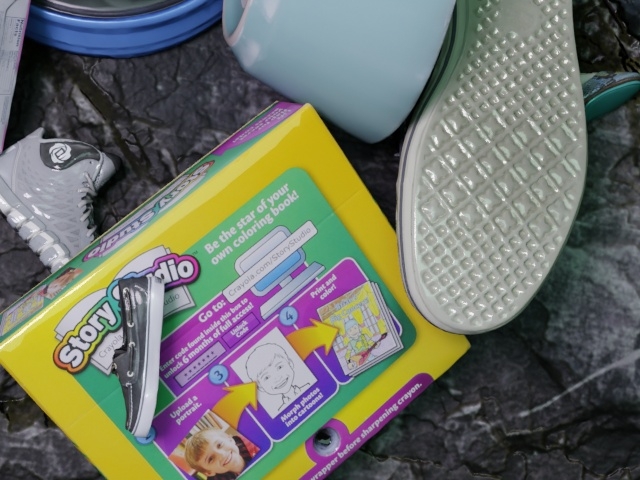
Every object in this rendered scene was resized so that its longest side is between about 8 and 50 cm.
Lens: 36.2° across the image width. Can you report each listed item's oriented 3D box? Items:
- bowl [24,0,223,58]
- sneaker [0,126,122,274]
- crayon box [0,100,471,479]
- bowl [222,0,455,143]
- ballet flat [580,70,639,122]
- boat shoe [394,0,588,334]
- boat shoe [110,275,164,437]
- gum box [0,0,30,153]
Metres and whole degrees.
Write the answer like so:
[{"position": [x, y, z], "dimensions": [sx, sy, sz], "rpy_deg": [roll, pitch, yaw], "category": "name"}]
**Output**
[{"position": [-0.232, -0.395, 1.050], "dimensions": [0.391, 0.077, 0.391], "rpy_deg": [1, 84, -9], "category": "bowl"}, {"position": [-0.238, -0.024, 1.007], "dimensions": [0.132, 0.086, 0.228], "rpy_deg": [-41, 91, -13], "category": "sneaker"}, {"position": [-0.080, 0.095, 0.966], "dimensions": [0.363, 0.106, 0.313], "rpy_deg": [-39, 109, -11], "category": "crayon box"}, {"position": [0.005, -0.260, 0.943], "dimensions": [0.163, 0.311, 0.311], "rpy_deg": [10, 82, -17], "category": "bowl"}, {"position": [0.278, -0.156, 1.117], "dimensions": [0.188, 0.070, 0.070], "rpy_deg": [-31, 90, -15], "category": "ballet flat"}, {"position": [0.165, -0.138, 1.013], "dimensions": [0.187, 0.156, 0.500], "rpy_deg": [11, 69, -11], "category": "boat shoe"}, {"position": [-0.162, 0.100, 0.855], "dimensions": [0.040, 0.049, 0.142], "rpy_deg": [5, 90, -17], "category": "boat shoe"}, {"position": [-0.355, -0.189, 0.958], "dimensions": [0.107, 0.062, 0.188], "rpy_deg": [24, 107, 24], "category": "gum box"}]
